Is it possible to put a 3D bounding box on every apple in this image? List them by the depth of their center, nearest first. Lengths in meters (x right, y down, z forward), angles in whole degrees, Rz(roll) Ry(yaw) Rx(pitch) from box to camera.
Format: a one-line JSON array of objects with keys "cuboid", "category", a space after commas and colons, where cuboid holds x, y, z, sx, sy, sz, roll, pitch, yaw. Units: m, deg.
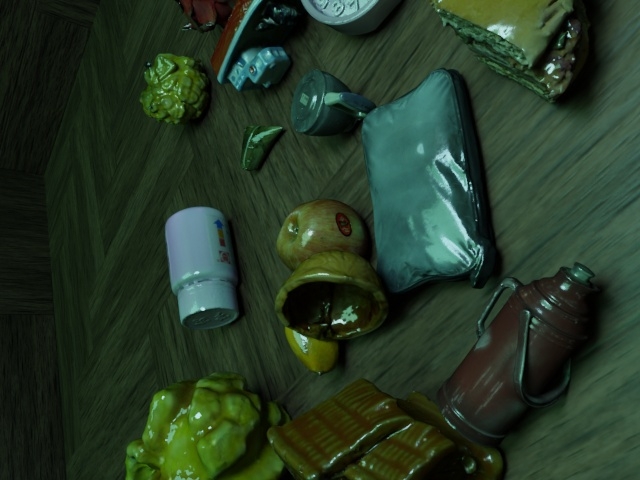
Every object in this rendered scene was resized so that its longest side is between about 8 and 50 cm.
[{"cuboid": [0.000, 0.000, 0.893, 0.146, 0.131, 0.146, -19, 66, 51], "category": "apple"}]

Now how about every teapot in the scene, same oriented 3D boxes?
[{"cuboid": [0.025, -0.240, 0.921, 0.149, 0.108, 0.111, -33, 57, 50], "category": "teapot"}]

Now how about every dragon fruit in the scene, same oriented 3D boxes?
[{"cuboid": [-0.238, -0.575, 1.209, 0.193, 0.274, 0.192, 3, 49, 47], "category": "dragon fruit"}]

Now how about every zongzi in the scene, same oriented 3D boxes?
[{"cuboid": [-0.125, -0.199, 1.160, 0.113, 0.052, 0.104, 13, 103, 39], "category": "zongzi"}]

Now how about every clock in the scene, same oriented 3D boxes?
[{"cuboid": [0.056, -0.458, 0.899, 0.197, 0.068, 0.197, 2, 94, 35], "category": "clock"}]

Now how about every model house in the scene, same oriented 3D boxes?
[{"cuboid": [0.067, 0.296, 0.686, 0.199, 0.229, 0.220, 37, 114, 54], "category": "model house"}]

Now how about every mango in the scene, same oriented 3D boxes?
[{"cuboid": [-0.019, 0.145, 0.920, 0.075, 0.098, 0.190, -40, 49, 30], "category": "mango"}]

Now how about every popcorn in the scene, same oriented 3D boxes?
[{"cuboid": [-0.226, 0.391, 0.966, 0.325, 0.321, 0.290, -32, 58, 23], "category": "popcorn"}, {"cuboid": [-0.398, -0.411, 1.437, 0.218, 0.169, 0.189, 19, 101, 45], "category": "popcorn"}]

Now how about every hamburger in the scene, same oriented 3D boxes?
[{"cuboid": [0.224, -0.316, 0.650, 0.282, 0.155, 0.245, 34, 103, 44], "category": "hamburger"}]

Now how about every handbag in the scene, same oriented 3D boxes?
[{"cuboid": [0.146, -0.078, 0.774, 0.191, 0.075, 0.332, -23, 64, 44], "category": "handbag"}]

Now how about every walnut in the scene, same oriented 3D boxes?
[{"cuboid": [0.022, 0.072, 0.798, 0.211, 0.167, 0.087, 114, 168, -55], "category": "walnut"}]

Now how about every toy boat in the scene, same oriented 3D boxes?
[{"cuboid": [-0.094, -0.439, 1.088, 0.133, 0.145, 0.332, 54, 131, 12], "category": "toy boat"}]

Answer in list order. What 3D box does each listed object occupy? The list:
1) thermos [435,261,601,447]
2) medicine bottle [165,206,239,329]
[{"cuboid": [0.228, 0.119, 0.608, 0.124, 0.099, 0.232, 52, 125, 44], "category": "thermos"}, {"cuboid": [-0.268, 0.063, 1.208, 0.152, 0.152, 0.254, -38, 56, 42], "category": "medicine bottle"}]
